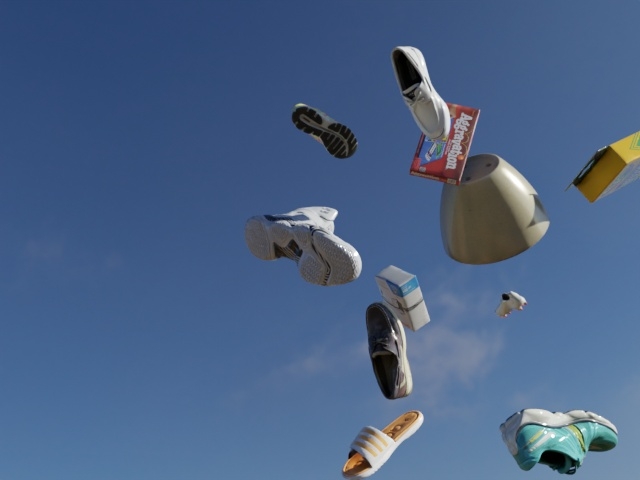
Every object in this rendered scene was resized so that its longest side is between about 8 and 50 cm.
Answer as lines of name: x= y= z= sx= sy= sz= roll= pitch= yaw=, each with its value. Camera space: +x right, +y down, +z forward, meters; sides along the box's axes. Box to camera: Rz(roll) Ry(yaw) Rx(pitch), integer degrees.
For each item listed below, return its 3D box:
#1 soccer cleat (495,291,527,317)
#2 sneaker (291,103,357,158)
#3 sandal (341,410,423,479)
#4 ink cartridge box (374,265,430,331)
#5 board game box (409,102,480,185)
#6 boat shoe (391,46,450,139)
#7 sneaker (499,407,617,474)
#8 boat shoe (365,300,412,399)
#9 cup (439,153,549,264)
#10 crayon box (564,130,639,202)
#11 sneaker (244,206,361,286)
soccer cleat: x=0.670 y=0.224 z=2.671 sx=0.076 sy=0.068 sz=0.196 roll=44 pitch=-19 yaw=3
sneaker: x=0.010 y=-0.289 z=1.907 sx=0.208 sy=0.094 sz=0.081 roll=35 pitch=-78 yaw=-27
sandal: x=0.136 y=0.466 z=1.775 sx=0.265 sy=0.076 sz=0.102 roll=-34 pitch=14 yaw=-35
ink cartridge box: x=0.278 y=0.196 z=2.519 sx=0.082 sy=0.140 sz=0.190 roll=-31 pitch=-63 yaw=-22
board game box: x=0.363 y=-0.288 z=2.165 sx=0.145 sy=0.281 sz=0.027 roll=14 pitch=-32 yaw=11
boat shoe: x=0.242 y=-0.370 z=1.882 sx=0.095 sy=0.258 sz=0.084 roll=-32 pitch=-13 yaw=36
sneaker: x=0.451 y=0.386 z=1.394 sx=0.275 sy=0.110 sz=0.107 roll=7 pitch=-43 yaw=-29
boat shoe: x=0.186 y=0.315 z=2.125 sx=0.103 sy=0.285 sz=0.092 roll=-16 pitch=-7 yaw=29
cup: x=0.492 y=-0.119 z=2.245 sx=0.331 sy=0.331 sz=0.237 roll=-16 pitch=-61 yaw=20
crayon box: x=0.944 y=-0.237 z=2.343 sx=0.323 sy=0.083 sz=0.203 roll=-23 pitch=-25 yaw=-28
sneaker: x=0.000 y=0.000 z=1.821 sx=0.366 sy=0.137 sz=0.210 roll=18 pitch=25 yaw=42
